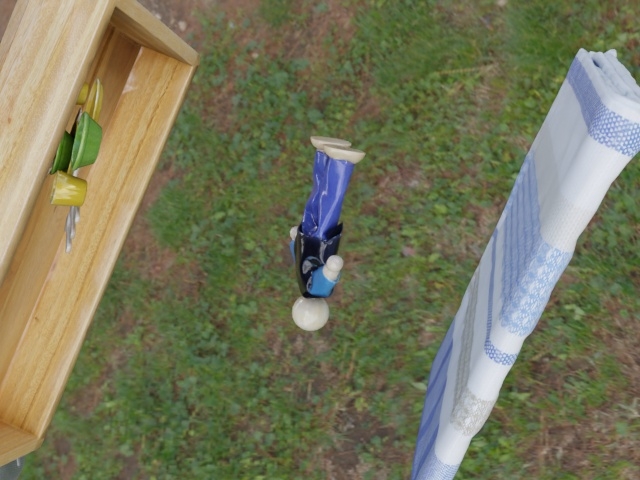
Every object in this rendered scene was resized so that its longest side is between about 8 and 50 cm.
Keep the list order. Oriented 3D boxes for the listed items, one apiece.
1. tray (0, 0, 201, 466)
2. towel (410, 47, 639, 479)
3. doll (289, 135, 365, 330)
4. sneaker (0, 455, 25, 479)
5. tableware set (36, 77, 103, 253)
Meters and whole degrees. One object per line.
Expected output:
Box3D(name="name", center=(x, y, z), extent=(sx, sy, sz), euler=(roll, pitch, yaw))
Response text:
Box3D(name="tray", center=(-0.239, -0.002, 0.650), extent=(0.076, 0.203, 0.411), euler=(23, 92, 9))
Box3D(name="towel", center=(0.126, 0.022, 0.493), extent=(0.034, 0.209, 0.285), euler=(22, 113, 6))
Box3D(name="doll", center=(0.000, 0.000, 0.745), extent=(0.129, 0.046, 0.189), euler=(-134, 51, -63))
Box3D(name="sneaker", center=(-0.373, 0.276, 0.820), extent=(0.061, 0.053, 0.152), euler=(-3, 35, 13))
Box3D(name="tableware set", center=(-0.174, -0.070, 0.534), extent=(0.104, 0.024, 0.154), euler=(-65, 27, 26))
